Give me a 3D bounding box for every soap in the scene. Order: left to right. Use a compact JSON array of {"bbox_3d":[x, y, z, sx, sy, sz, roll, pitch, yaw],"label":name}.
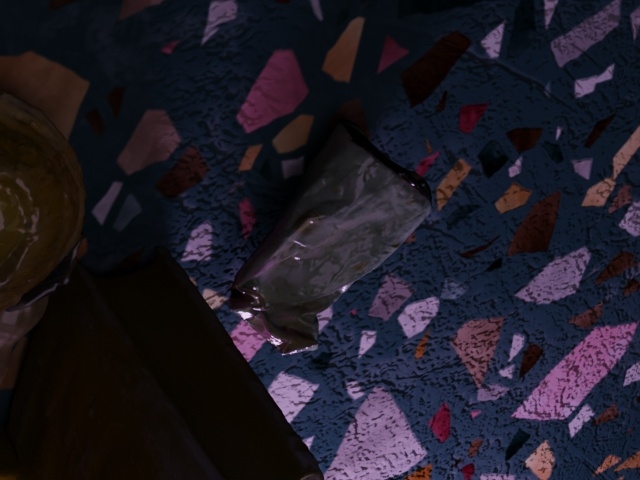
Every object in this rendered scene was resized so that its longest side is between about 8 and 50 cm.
[{"bbox_3d":[-0.158,0.219,1.675,0.156,0.335,0.293,-1,128,-37],"label":"soap"}]

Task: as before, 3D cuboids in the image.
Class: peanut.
[{"bbox_3d":[-0.316,0.093,1.628,0.082,0.082,0.187,17,114,-45],"label":"peanut"}]

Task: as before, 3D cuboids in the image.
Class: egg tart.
[{"bbox_3d":[-0.307,-0.014,1.496,0.252,0.098,0.232,8,110,-27],"label":"egg tart"}]

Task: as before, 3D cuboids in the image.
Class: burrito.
[{"bbox_3d":[0.000,0.000,1.794,0.144,0.089,0.229,36,98,-35],"label":"burrito"}]

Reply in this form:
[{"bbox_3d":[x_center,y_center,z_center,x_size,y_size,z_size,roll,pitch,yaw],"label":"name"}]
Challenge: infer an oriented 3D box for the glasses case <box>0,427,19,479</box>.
[{"bbox_3d":[-0.390,0.210,1.665,0.234,0.079,0.064,-1,134,-38],"label":"glasses case"}]
